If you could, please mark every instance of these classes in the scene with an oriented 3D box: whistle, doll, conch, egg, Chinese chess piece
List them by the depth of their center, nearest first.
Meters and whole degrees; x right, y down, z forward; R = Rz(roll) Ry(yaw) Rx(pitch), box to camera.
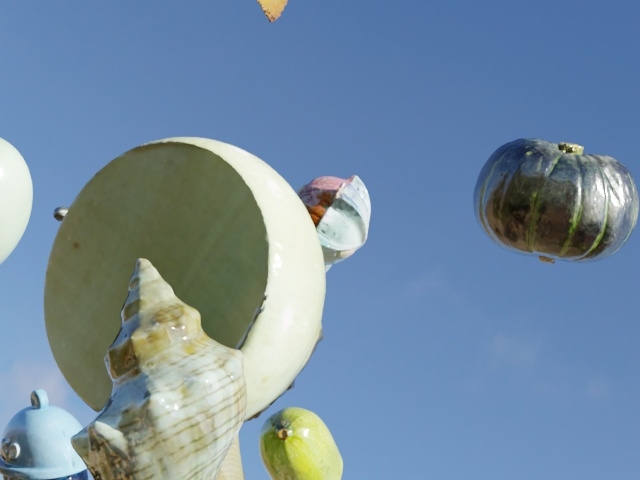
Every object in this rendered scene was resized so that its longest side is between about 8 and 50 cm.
[{"bbox_3d":[-0.146,0.211,0.969,0.169,0.386,0.203,3,5,21],"label":"conch"},{"bbox_3d":[-0.160,0.054,1.174,0.349,0.350,0.146,8,-6,31],"label":"Chinese chess piece"},{"bbox_3d":[-0.563,-0.048,1.564,0.203,0.203,0.283,35,-57,-13],"label":"egg"},{"bbox_3d":[-0.438,0.390,1.585,0.141,0.314,0.177,-5,5,-45],"label":"doll"},{"bbox_3d":[-0.001,-0.001,1.653,0.133,0.142,0.346,13,-30,-6],"label":"whistle"}]

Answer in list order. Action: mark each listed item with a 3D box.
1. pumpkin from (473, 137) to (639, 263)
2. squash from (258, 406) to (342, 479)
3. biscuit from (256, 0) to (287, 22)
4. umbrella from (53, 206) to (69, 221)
[{"bbox_3d":[0.467,-0.075,1.990,0.323,0.241,0.323,14,6,-2],"label":"pumpkin"},{"bbox_3d":[-0.038,0.314,1.498,0.123,0.123,0.187,14,-29,23],"label":"squash"},{"bbox_3d":[-0.052,-0.511,1.725,0.013,0.232,0.237,30,-3,15],"label":"biscuit"},{"bbox_3d":[-0.402,0.008,1.921,0.071,0.071,0.248,-8,-34,46],"label":"umbrella"}]
